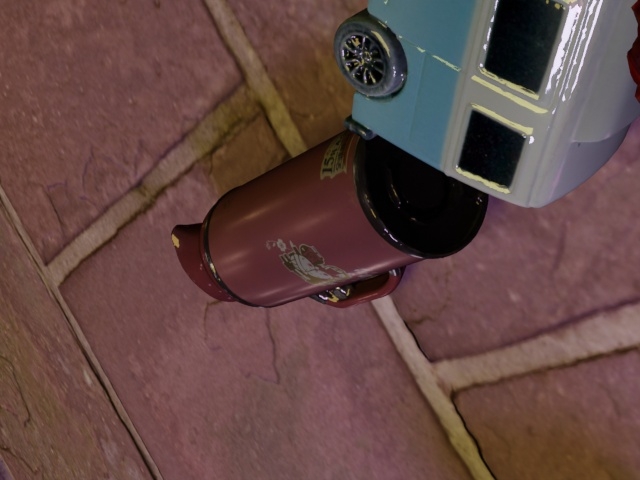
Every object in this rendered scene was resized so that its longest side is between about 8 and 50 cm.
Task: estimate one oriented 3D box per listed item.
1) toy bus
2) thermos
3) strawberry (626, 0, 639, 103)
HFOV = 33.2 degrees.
[{"bbox_3d":[0.116,-0.158,0.568,0.165,0.133,0.271,35,141,25],"label":"toy bus"},{"bbox_3d":[-0.003,-0.008,0.867,0.330,0.136,0.109,-21,69,56],"label":"thermos"},{"bbox_3d":[0.239,-0.067,0.396,0.274,0.220,0.274,33,135,40],"label":"strawberry"}]
